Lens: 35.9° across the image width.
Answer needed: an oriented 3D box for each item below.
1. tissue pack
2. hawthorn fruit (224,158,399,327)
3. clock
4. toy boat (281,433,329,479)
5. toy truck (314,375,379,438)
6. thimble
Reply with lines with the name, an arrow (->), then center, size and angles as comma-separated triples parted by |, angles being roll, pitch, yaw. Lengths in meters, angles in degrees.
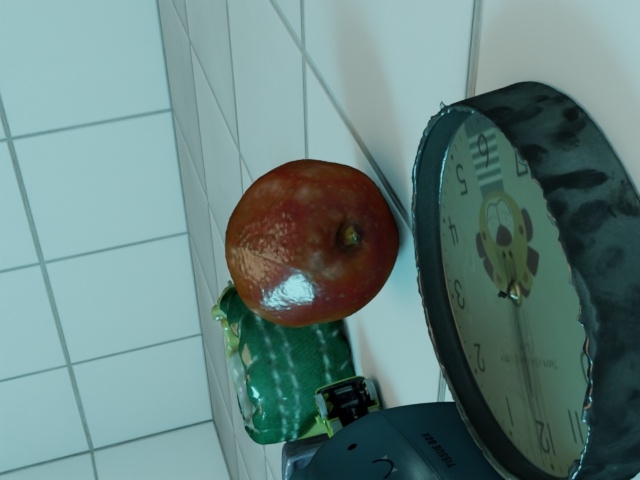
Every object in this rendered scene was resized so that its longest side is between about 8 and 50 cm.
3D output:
tissue pack -> 0.097, 0.273, 0.866 | 0.287, 0.206, 0.198 | -133, 32, -68
hawthorn fruit -> 0.000, 0.000, 1.084 | 0.225, 0.197, 0.196 | 173, 85, -68
clock -> 0.149, 0.037, 0.743 | 0.312, 0.061, 0.312 | 168, 90, -77
toy boat -> 0.006, 0.433, 1.579 | 0.078, 0.127, 0.282 | -125, 24, -61
toy truck -> 0.060, 0.280, 1.308 | 0.191, 0.085, 0.116 | -120, 17, -48
thimble -> -0.062, 0.173, 1.540 | 0.288, 0.167, 0.254 | -119, 21, -49
